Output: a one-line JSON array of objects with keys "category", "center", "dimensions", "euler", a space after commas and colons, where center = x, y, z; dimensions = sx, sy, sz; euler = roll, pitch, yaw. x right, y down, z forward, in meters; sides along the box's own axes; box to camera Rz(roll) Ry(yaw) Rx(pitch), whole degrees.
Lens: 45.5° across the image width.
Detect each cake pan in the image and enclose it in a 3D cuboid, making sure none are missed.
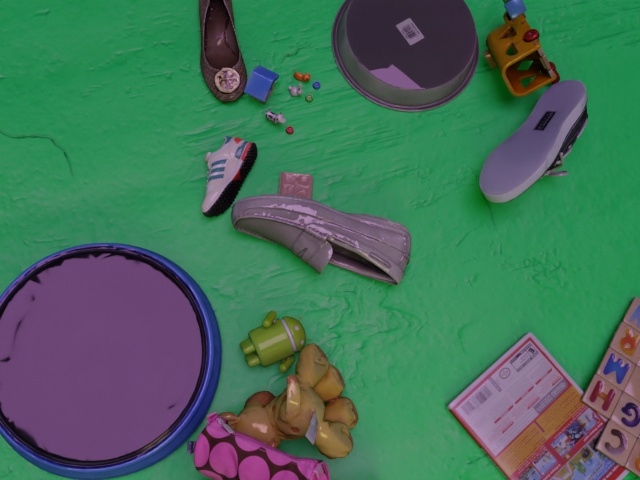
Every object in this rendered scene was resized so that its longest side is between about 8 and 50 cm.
[{"category": "cake pan", "center": [0.169, -0.391, 1.465], "dimensions": [0.293, 0.054, 0.293], "euler": [1, 75, -6]}]

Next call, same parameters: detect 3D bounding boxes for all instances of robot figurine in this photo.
[{"category": "robot figurine", "center": [-0.076, 0.169, 1.280], "dimensions": [0.115, 0.067, 0.101], "euler": [-22, 103, -11]}]

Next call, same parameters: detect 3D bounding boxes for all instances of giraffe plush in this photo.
[{"category": "giraffe plush", "center": [-0.060, 0.286, 1.216], "dimensions": [0.171, 0.210, 0.181], "euler": [-25, 91, 22]}]

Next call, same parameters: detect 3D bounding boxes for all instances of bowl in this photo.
[{"category": "bowl", "center": [-0.358, 0.188, 1.240], "dimensions": [0.392, 0.077, 0.390], "euler": [1, 75, -5]}]

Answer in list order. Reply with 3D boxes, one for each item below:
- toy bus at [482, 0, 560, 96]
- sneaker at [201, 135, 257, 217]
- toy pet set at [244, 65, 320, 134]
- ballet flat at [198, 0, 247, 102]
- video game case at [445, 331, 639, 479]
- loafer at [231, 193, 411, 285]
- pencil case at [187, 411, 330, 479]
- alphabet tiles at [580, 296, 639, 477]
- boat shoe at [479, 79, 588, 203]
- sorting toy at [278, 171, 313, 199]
[{"category": "toy bus", "center": [0.366, -0.365, 1.450], "dimensions": [0.104, 0.202, 0.190], "euler": [-28, 86, 18]}, {"category": "sneaker", "center": [-0.180, -0.117, 1.359], "dimensions": [0.075, 0.057, 0.161], "euler": [24, 74, 18]}, {"category": "toy pet set", "center": [-0.072, -0.278, 1.402], "dimensions": [0.114, 0.065, 0.122], "euler": [27, 73, 1]}, {"category": "ballet flat", "center": [-0.186, -0.377, 1.419], "dimensions": [0.084, 0.058, 0.249], "euler": [-5, 76, -7]}, {"category": "video game case", "center": [0.382, 0.329, 1.309], "dimensions": [0.204, 0.025, 0.285], "euler": [-38, 82, -14]}, {"category": "loafer", "center": [0.000, 0.000, 1.312], "dimensions": [0.320, 0.112, 0.111], "euler": [12, 66, -4]}, {"category": "pencil case", "center": [-0.084, 0.324, 1.096], "dimensions": [0.209, 0.095, 0.098], "euler": [15, 101, 26]}, {"category": "alphabet tiles", "center": [0.628, 0.268, 1.345], "dimensions": [0.285, 0.011, 0.342], "euler": [35, 70, 2]}, {"category": "boat shoe", "center": [0.400, -0.162, 1.401], "dimensions": [0.113, 0.105, 0.306], "euler": [12, 55, 40]}, {"category": "sorting toy", "center": [-0.045, -0.082, 1.379], "dimensions": [0.062, 0.012, 0.083], "euler": [7, 71, -9]}]
